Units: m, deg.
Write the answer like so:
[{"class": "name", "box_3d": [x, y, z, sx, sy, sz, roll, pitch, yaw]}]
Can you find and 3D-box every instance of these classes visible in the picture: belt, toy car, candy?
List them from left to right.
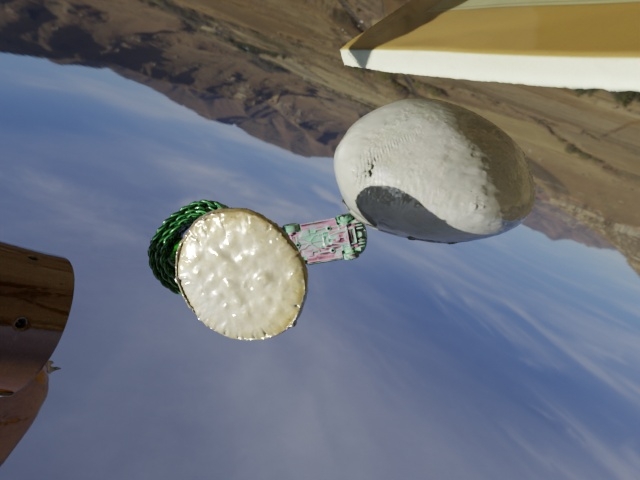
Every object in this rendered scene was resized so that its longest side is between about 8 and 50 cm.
[{"class": "belt", "box_3d": [-0.491, 0.122, 0.659, 0.122, 0.339, 0.217, 24, -127, -45]}, {"class": "belt", "box_3d": [-0.178, 0.007, 0.663, 0.121, 0.151, 0.079, 33, -178, -4]}, {"class": "toy car", "box_3d": [0.000, 0.000, 0.676, 0.142, 0.069, 0.055, -10, -173, 8]}, {"class": "candy", "box_3d": [0.159, -0.103, 0.630, 0.296, 0.185, 0.295, 6, -156, -3]}]

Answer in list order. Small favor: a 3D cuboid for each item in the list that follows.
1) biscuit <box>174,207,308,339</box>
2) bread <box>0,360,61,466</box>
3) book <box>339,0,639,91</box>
[{"class": "biscuit", "box_3d": [-0.085, 0.038, 0.462, 0.152, 0.152, 0.020, 25, -159, 8]}, {"class": "bread", "box_3d": [-0.748, 0.387, 0.915, 0.183, 0.388, 0.236, -2, 144, 43]}, {"class": "book", "box_3d": [0.214, -0.206, 0.362, 0.389, 0.269, 0.032, 40, 161, 55]}]
